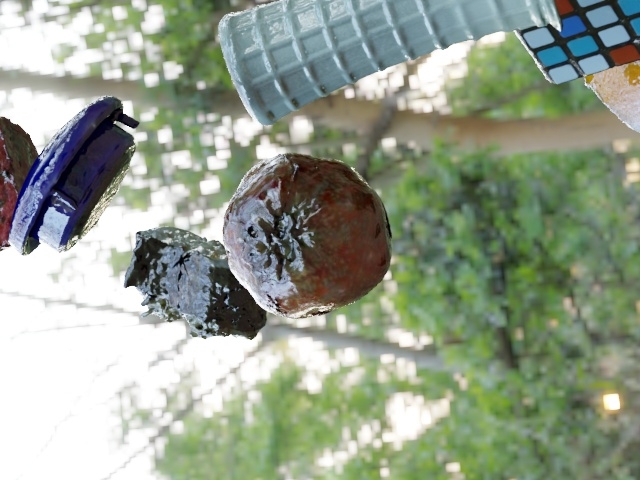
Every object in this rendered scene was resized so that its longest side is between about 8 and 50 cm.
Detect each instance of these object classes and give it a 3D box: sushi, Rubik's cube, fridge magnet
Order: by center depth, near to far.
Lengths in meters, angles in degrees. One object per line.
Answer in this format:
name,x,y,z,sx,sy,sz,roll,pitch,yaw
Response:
Rubik's cube,0.280,-0.298,1.667,0.187,0.182,0.184,42,-140,-48
sushi,-0.164,0.056,2.098,0.147,0.212,0.115,8,-80,-49
fridge magnet,-0.353,-0.087,2.329,0.265,0.112,0.265,-57,0,0

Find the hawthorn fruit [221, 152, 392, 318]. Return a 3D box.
hawthorn fruit,0.000,0.000,1.700,0.235,0.181,0.181,11,-107,-65

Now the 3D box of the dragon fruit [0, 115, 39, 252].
dragon fruit,-0.574,-0.039,2.584,0.240,0.330,0.302,47,159,55

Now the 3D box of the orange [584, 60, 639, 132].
orange,0.457,-0.235,1.849,0.274,0.310,0.274,41,-136,-55

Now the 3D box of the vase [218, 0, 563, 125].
vase,0.061,-0.208,1.512,0.143,0.299,0.143,-20,-90,-79
